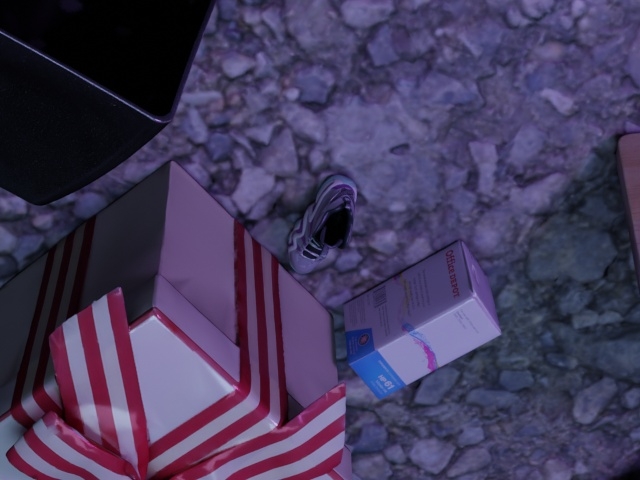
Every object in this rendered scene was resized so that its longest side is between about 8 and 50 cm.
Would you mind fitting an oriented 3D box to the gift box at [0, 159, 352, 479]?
[{"bbox_3d":[-0.124,0.110,1.099,0.276,0.258,0.255,-39,117,22],"label":"gift box"}]

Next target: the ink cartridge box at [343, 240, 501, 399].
[{"bbox_3d":[0.085,0.066,1.178,0.122,0.088,0.052,-31,119,17],"label":"ink cartridge box"}]

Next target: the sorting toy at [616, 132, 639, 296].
[{"bbox_3d":[0.374,0.035,1.089,0.257,0.255,0.089,-4,148,3],"label":"sorting toy"}]

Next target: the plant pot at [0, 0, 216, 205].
[{"bbox_3d":[-0.200,-0.137,0.986,0.188,0.187,0.167,28,135,-15],"label":"plant pot"}]

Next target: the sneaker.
[{"bbox_3d":[0.000,0.000,1.144,0.038,0.069,0.098,18,121,-13],"label":"sneaker"}]
